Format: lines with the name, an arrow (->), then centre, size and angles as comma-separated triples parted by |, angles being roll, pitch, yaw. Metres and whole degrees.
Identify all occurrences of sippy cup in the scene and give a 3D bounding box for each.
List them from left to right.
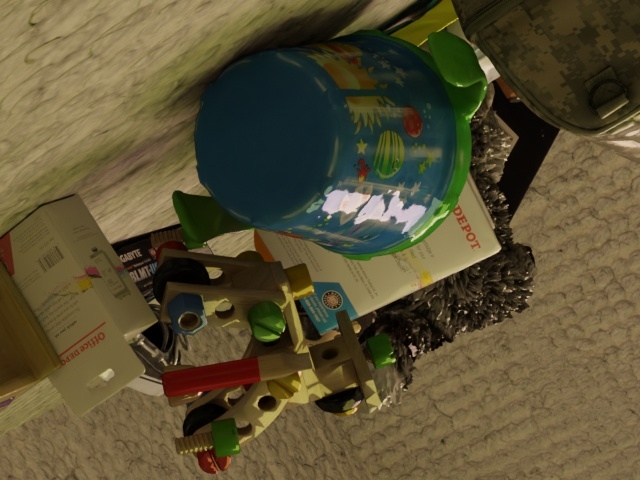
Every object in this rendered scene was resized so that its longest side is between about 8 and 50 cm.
sippy cup -> 0.000, -0.096, 1.465 | 0.224, 0.240, 0.305 | -3, 121, -61

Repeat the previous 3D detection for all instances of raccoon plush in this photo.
raccoon plush -> 0.139, -0.024, 1.863 | 0.216, 0.299, 0.446 | -5, -156, 17

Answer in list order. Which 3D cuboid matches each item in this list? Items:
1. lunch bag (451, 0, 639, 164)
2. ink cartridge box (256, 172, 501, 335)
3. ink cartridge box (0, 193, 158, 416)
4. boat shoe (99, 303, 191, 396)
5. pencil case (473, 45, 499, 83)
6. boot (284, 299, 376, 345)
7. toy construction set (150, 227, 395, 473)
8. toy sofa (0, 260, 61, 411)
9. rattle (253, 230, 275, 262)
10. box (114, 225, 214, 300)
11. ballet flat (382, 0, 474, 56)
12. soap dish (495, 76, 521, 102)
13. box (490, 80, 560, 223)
lunch bag -> 0.287, -0.205, 1.501 | 0.213, 0.256, 0.305 | -27, 166, 22
ink cartridge box -> 0.059, -0.043, 1.710 | 0.233, 0.171, 0.168 | -25, -150, 8
ink cartridge box -> -0.251, 0.068, 1.542 | 0.115, 0.198, 0.067 | -34, 175, 30
boat shoe -> -0.245, 0.142, 2.119 | 0.105, 0.113, 0.306 | -38, 160, 6
pencil case -> 0.247, -0.274, 1.749 | 0.273, 0.113, 0.124 | -31, -151, 12
boot -> 0.000, 0.000, 1.982 | 0.138, 0.284, 0.377 | 4, -167, 17
toy construction set -> -0.040, 0.109, 1.526 | 0.237, 0.257, 0.309 | -10, -171, -3
toy sofa -> -0.432, 0.142, 1.413 | 0.177, 0.150, 0.362 | -35, 175, 27
rattle -> -0.042, -0.052, 2.137 | 0.130, 0.142, 0.200 | -44, 169, 13
box -> -0.330, 0.093, 2.131 | 0.295, 0.073, 0.293 | -34, 175, 22
ballet flat -> 0.126, -0.229, 1.685 | 0.231, 0.077, 0.077 | -33, 174, 5
soap dish -> 0.373, -0.284, 2.100 | 0.229, 0.118, 0.291 | -6, 173, -8
box -> 0.170, -0.087, 2.310 | 0.312, 0.179, 0.343 | -35, -165, 46
